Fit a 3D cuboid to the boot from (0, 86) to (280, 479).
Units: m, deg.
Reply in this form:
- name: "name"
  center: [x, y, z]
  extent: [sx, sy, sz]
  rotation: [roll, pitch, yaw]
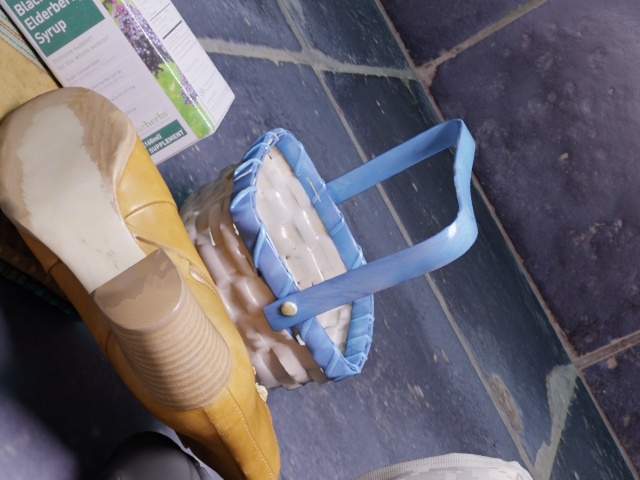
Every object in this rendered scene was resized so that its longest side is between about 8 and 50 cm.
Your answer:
- name: "boot"
  center: [-0.130, 0.037, 0.704]
  extent: [0.295, 0.104, 0.211]
  rotation: [52, -13, 42]

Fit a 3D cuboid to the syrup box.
- name: "syrup box"
  center: [-0.182, -0.182, 0.832]
  extent: [0.236, 0.093, 0.096]
  rotation: [55, 22, -19]

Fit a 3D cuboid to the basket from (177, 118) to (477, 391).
- name: "basket"
  center: [0.000, 0.000, 0.850]
  extent: [0.201, 0.289, 0.254]
  rotation: [56, 22, -15]

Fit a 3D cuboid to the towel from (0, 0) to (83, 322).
- name: "towel"
  center: [-0.267, -0.140, 0.766]
  extent: [0.271, 0.040, 0.370]
  rotation: [42, 29, -43]

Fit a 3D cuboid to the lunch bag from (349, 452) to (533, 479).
- name: "lunch bag"
  center: [0.015, 0.264, 0.538]
  extent: [0.169, 0.287, 0.235]
  rotation: [54, 20, -18]

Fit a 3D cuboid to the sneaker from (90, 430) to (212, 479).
- name: "sneaker"
  center: [-0.142, 0.184, 0.544]
  extent: [0.130, 0.109, 0.286]
  rotation: [45, 19, -13]
